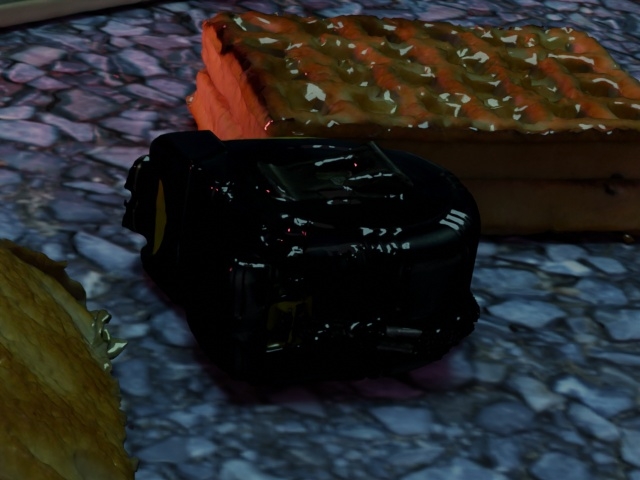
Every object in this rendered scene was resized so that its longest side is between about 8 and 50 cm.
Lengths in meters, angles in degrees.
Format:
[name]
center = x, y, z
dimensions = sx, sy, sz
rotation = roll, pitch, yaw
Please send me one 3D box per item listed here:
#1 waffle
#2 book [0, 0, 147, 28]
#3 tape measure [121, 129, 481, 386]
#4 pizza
[waffle]
center = 0.075, -0.082, 1.291
dimensions = 0.308, 0.091, 0.213
rotation = 1, 26, -18
[book]
center = -0.325, -0.229, 1.532
dimensions = 0.379, 0.031, 0.264
rotation = -17, 35, -42
[tape measure]
center = 0.000, 0.000, 1.078
dimensions = 0.186, 0.112, 0.199
rotation = -2, 29, -26
[pizza]
center = -0.159, 0.067, 0.894
dimensions = 0.280, 0.075, 0.288
rotation = 48, 11, 8
